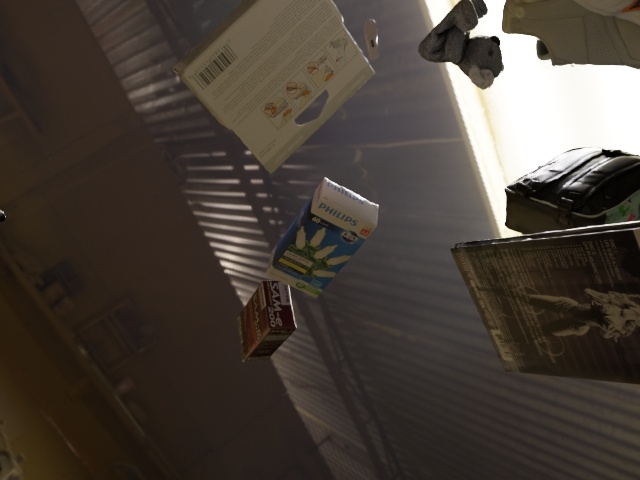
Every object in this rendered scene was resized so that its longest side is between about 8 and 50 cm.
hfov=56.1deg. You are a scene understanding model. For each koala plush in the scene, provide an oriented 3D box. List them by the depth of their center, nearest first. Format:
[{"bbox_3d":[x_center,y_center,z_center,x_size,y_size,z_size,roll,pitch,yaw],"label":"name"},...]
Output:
[{"bbox_3d":[0.398,-0.506,1.598,0.221,0.196,0.203,44,-52,-5],"label":"koala plush"}]

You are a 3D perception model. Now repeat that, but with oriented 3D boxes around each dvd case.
[{"bbox_3d":[0.245,0.066,0.585,0.221,0.018,0.164,-9,-68,54],"label":"dvd case"}]

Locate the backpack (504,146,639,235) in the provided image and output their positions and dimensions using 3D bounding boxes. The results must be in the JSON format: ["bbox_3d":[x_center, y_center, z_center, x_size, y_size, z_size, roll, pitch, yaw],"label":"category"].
[{"bbox_3d":[0.504,-0.070,1.137,0.225,0.253,0.191,29,-34,49],"label":"backpack"}]

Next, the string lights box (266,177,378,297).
[{"bbox_3d":[0.000,0.000,1.289,0.133,0.077,0.259,26,-49,-14],"label":"string lights box"}]

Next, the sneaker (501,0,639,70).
[{"bbox_3d":[0.299,-0.221,0.627,0.262,0.099,0.121,18,-29,-27],"label":"sneaker"}]

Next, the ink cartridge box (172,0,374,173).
[{"bbox_3d":[-0.069,-0.292,1.028,0.239,0.275,0.060,48,-5,-38],"label":"ink cartridge box"}]

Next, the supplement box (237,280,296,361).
[{"bbox_3d":[-0.141,0.208,1.517,0.239,0.073,0.130,127,-43,-52],"label":"supplement box"}]

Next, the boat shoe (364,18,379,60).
[{"bbox_3d":[0.127,-0.501,1.507,0.035,0.035,0.100,-163,-118,-80],"label":"boat shoe"}]

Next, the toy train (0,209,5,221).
[{"bbox_3d":[-0.453,0.015,0.774,0.036,0.027,0.158,38,-68,0],"label":"toy train"}]
